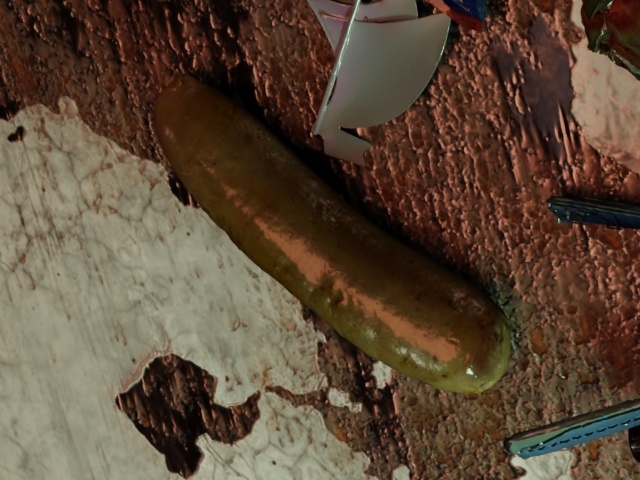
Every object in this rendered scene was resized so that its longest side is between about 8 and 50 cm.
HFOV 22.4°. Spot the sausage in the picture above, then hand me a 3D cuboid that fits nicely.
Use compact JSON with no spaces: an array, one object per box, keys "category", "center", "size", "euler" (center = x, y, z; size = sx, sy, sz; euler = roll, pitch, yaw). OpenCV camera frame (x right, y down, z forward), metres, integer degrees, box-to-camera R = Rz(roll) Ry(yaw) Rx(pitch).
[{"category":"sausage","center":[-0.002,0.002,1.796],"size":[0.501,0.123,0.136],"euler":[39,119,13]}]

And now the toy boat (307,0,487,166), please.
[{"category":"toy boat","center":[0.076,-0.217,1.714],"size":[0.219,0.072,0.318],"euler":[11,115,29]}]

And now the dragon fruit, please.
[{"category":"dragon fruit","center":[0.323,-0.233,1.513],"size":[0.182,0.182,0.188],"euler":[-5,91,30]}]

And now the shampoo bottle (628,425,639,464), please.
[{"category":"shampoo bottle","center":[0.448,0.190,1.624],"size":[0.278,0.104,0.104],"euler":[-8,103,30]}]

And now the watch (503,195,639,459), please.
[{"category":"watch","center":[0.335,0.102,1.617],"size":[0.275,0.068,0.276],"euler":[7,83,25]}]
